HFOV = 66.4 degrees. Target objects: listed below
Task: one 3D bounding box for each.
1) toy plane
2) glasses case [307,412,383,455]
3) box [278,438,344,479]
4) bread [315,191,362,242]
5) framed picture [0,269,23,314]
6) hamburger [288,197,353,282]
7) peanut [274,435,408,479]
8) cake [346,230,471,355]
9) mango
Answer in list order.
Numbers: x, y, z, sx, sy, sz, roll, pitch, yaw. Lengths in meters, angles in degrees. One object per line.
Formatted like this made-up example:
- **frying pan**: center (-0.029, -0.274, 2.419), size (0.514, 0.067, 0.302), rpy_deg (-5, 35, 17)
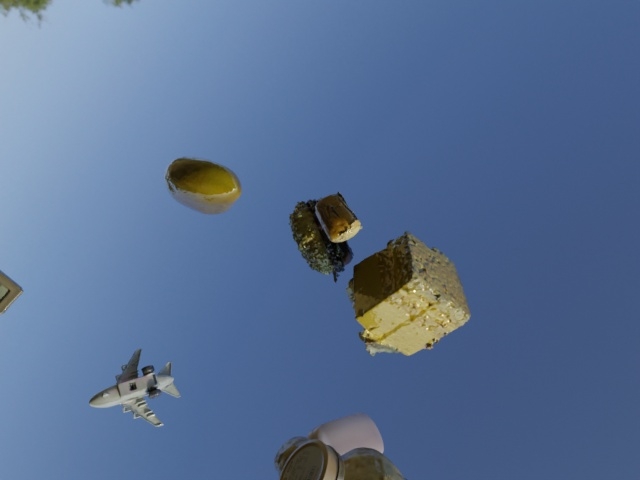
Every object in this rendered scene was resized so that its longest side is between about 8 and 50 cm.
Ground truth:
- **toy plane**: center (-0.559, 0.446, 1.474), size (0.101, 0.255, 0.251), rpy_deg (-52, -126, 45)
- **glasses case**: center (0.065, 0.475, 1.148), size (0.075, 0.297, 0.113), rpy_deg (-38, -116, 19)
- **box**: center (-0.015, 0.337, 0.690), size (0.105, 0.037, 0.105), rpy_deg (-39, -159, 18)
- **bread**: center (0.033, -0.047, 0.995), size (0.072, 0.053, 0.106), rpy_deg (-31, -127, 1)
- **framed picture**: center (-0.696, 0.130, 0.839), size (0.289, 0.213, 0.016), rpy_deg (-50, -178, -10)
- **hamburger**: center (0.000, 0.000, 1.408), size (0.138, 0.243, 0.262), rpy_deg (-26, -96, 0)
- **peanut**: center (0.041, 0.405, 0.798), size (0.253, 0.122, 0.137), rpy_deg (10, -121, 8)
- **cake**: center (0.206, 0.155, 1.300), size (0.286, 0.222, 0.227), rpy_deg (-42, -154, 28)
- **mango**: center (-0.308, -0.147, 1.263), size (0.331, 0.195, 0.142), rpy_deg (178, -70, -75)
